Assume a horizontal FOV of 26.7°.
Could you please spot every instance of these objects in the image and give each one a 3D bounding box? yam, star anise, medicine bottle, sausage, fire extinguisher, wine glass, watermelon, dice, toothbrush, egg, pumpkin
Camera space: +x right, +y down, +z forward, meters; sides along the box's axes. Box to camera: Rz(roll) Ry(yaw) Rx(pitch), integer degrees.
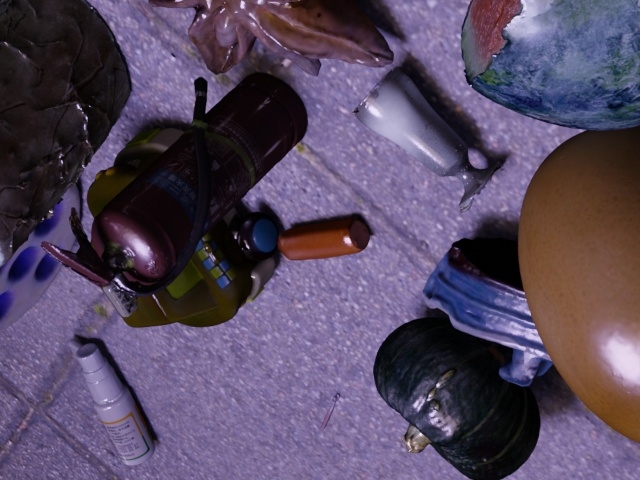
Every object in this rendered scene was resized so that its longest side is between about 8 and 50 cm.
[{"bbox_3d":[-0.391,-0.137,1.591,0.241,0.348,0.241,19,146,13],"label":"yam"},{"bbox_3d":[-0.084,-0.280,1.345,0.349,0.109,0.292,0,129,38],"label":"star anise"},{"bbox_3d":[-0.333,0.251,2.124,0.092,0.061,0.221,26,143,49],"label":"medicine bottle"},{"bbox_3d":[0.000,0.000,1.601,0.131,0.041,0.039,-7,127,44],"label":"sausage"},{"bbox_3d":[-0.151,-0.061,1.424,0.141,0.341,0.105,47,142,-5],"label":"fire extinguisher"},{"bbox_3d":[0.110,-0.103,1.382,0.155,0.072,0.072,42,142,-3],"label":"wine glass"},{"bbox_3d":[0.181,-0.199,1.086,0.148,0.318,0.226,-4,85,8],"label":"watermelon"},{"bbox_3d":[-0.499,-0.023,1.833,0.259,0.251,0.243,29,140,16],"label":"dice"},{"bbox_3d":[0.012,0.237,1.852,0.006,0.008,0.097,44,145,18],"label":"toothbrush"},{"bbox_3d":[0.310,0.040,1.200,0.322,0.250,0.250,55,146,17],"label":"egg"},{"bbox_3d":[0.151,0.182,1.535,0.211,0.152,0.211,36,-173,-5],"label":"pumpkin"}]

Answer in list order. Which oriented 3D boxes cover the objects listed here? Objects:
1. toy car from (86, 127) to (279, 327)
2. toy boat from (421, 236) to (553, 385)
[{"bbox_3d":[-0.192,0.009,1.645,0.204,0.198,0.248,-8,119,46],"label":"toy car"},{"bbox_3d":[0.245,0.093,1.411,0.309,0.129,0.142,18,124,25],"label":"toy boat"}]
